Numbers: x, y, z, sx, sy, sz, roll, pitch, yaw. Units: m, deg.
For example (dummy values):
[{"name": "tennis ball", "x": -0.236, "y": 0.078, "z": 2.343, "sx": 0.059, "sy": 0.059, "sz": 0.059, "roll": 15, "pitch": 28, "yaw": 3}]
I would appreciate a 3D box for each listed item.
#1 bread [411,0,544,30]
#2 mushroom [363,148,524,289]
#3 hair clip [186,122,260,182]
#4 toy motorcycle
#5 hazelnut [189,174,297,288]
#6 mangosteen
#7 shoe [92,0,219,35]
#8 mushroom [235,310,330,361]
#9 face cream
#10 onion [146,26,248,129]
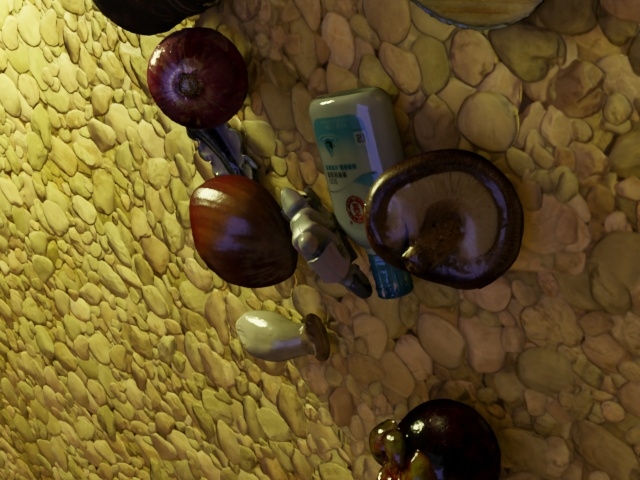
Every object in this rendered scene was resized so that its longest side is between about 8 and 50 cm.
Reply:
[{"name": "bread", "x": 0.187, "y": -0.388, "z": 1.213, "sx": 0.267, "sy": 0.040, "sz": 0.267, "roll": 25, "pitch": 145, "yaw": 19}, {"name": "mushroom", "x": 0.180, "y": -0.033, "z": 1.382, "sx": 0.231, "sy": 0.194, "sz": 0.138, "roll": 28, "pitch": 176, "yaw": 0}, {"name": "hair clip", "x": -0.183, "y": -0.160, "z": 1.744, "sx": 0.195, "sy": 0.052, "sz": 0.124, "roll": 50, "pitch": 143, "yaw": 5}, {"name": "toy motorcycle", "x": 0.000, "y": 0.000, "z": 1.558, "sx": 0.073, "sy": 0.152, "sz": 0.225, "roll": -41, "pitch": 61, "yaw": 16}, {"name": "hazelnut", "x": -0.129, "y": -0.014, "z": 1.681, "sx": 0.181, "sy": 0.181, "sz": 0.212, "roll": -13, "pitch": 132, "yaw": 14}, {"name": "mangosteen", "x": 0.191, "y": 0.356, "z": 1.543, "sx": 0.210, "sy": 0.210, "sz": 0.210, "roll": 22, "pitch": 125, "yaw": 35}, {"name": "shoe", "x": -0.320, "y": -0.536, "z": 1.583, "sx": 0.237, "sy": 0.171, "sz": 0.384, "roll": -11, "pitch": 111, "yaw": 42}, {"name": "mushroom", "x": -0.073, "y": 0.181, "z": 1.791, "sx": 0.212, "sy": 0.088, "sz": 0.097, "roll": -4, "pitch": 76, "yaw": 39}, {"name": "face cream", "x": 0.080, "y": -0.071, "z": 1.509, "sx": 0.163, "sy": 0.080, "sz": 0.336, "roll": 2, "pitch": 112, "yaw": 47}, {"name": "onion", "x": -0.209, "y": -0.278, "z": 1.635, "sx": 0.177, "sy": 0.153, "sz": 0.177, "roll": 6, "pitch": 103, "yaw": 29}]
